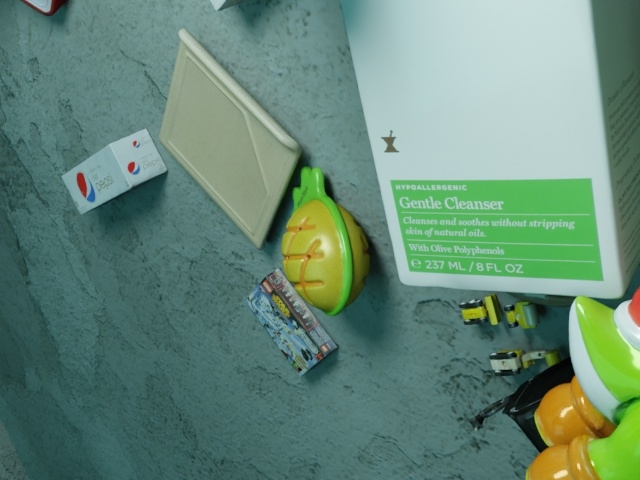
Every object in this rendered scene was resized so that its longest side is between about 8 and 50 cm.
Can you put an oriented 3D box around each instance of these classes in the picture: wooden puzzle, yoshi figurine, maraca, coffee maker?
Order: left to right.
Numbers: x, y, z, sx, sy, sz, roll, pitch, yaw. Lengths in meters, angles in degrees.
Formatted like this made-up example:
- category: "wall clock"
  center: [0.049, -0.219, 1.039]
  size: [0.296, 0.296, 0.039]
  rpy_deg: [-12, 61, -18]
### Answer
- category: "wooden puzzle"
  center: [-0.118, -0.127, 1.178]
  size: [0.221, 0.044, 0.238]
  rpy_deg: [47, 148, 16]
- category: "maraca"
  center: [0.000, 0.000, 1.079]
  size: [0.127, 0.099, 0.185]
  rpy_deg: [121, 138, -50]
- category: "coffee maker"
  center: [0.270, 0.205, 0.877]
  size: [0.178, 0.120, 0.171]
  rpy_deg: [57, 147, 1]
- category: "yoshi figurine"
  center: [0.322, 0.085, 0.628]
  size: [0.362, 0.203, 0.203]
  rpy_deg: [-52, 51, 31]

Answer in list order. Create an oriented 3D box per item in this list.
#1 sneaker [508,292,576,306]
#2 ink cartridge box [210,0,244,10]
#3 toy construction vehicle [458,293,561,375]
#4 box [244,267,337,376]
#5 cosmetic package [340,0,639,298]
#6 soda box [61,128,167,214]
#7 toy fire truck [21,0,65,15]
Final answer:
- category: "sneaker"
  center: [0.176, -0.005, 0.879]
  size: [0.188, 0.066, 0.071]
  rpy_deg: [31, 132, 32]
- category: "ink cartridge box"
  center: [-0.077, -0.333, 0.949]
  size: [0.104, 0.060, 0.180]
  rpy_deg: [59, 145, 0]
- category: "toy construction vehicle"
  center: [0.200, 0.095, 0.958]
  size: [0.098, 0.035, 0.085]
  rpy_deg: [-17, 91, 52]
- category: "box"
  center: [-0.043, 0.115, 1.272]
  size: [0.137, 0.027, 0.094]
  rpy_deg: [53, 146, 8]
- category: "cosmetic package"
  center: [0.140, -0.153, 0.706]
  size: [0.197, 0.155, 0.365]
  rpy_deg: [1, 118, 34]
- category: "soda box"
  center: [-0.324, -0.104, 1.420]
  size: [0.216, 0.069, 0.073]
  rpy_deg: [-17, 101, 54]
- category: "toy fire truck"
  center: [-0.437, -0.471, 1.233]
  size: [0.254, 0.169, 0.302]
  rpy_deg: [32, 144, -4]
